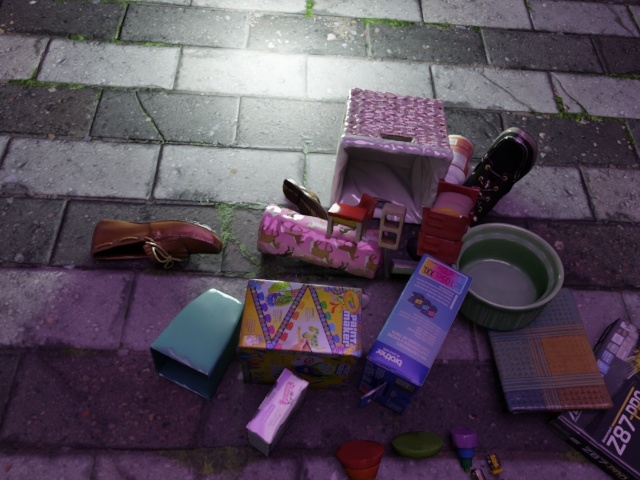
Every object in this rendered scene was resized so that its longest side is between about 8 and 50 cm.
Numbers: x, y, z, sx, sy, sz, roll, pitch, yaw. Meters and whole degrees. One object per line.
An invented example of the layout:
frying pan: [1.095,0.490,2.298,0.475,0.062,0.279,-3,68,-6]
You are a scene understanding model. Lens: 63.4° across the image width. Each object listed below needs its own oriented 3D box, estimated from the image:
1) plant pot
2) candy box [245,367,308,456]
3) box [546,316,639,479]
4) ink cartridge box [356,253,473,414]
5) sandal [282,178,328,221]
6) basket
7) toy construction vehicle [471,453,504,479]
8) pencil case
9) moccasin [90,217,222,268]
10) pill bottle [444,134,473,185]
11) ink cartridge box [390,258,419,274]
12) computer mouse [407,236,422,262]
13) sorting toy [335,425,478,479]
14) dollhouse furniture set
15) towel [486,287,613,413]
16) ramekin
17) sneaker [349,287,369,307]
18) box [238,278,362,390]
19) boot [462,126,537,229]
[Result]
plant pot: [-0.304,0.257,1.369,0.166,0.165,0.234,23,52,8]
candy box: [-0.105,0.423,1.263,0.070,0.196,0.164,30,61,12]
box: [0.854,0.449,1.398,0.318,0.097,0.395,38,63,21]
ink cartridge box: [0.227,0.271,1.342,0.151,0.270,0.395,26,60,13]
sandal: [-0.042,-0.123,1.674,0.060,0.090,0.219,-19,53,-40]
basket: [0.210,-0.259,1.633,0.329,0.331,0.266,8,53,-1]
toy construction vehicle: [0.424,0.601,1.307,0.086,0.035,0.098,-10,63,-24]
pencil case: [0.000,0.000,1.549,0.387,0.167,0.160,13,78,1]
moccasin: [-0.476,0.015,1.504,0.381,0.139,0.146,4,60,-3]
pill bottle: [0.439,-0.243,1.757,0.121,0.121,0.216,20,60,7]
ink cartridge box: [0.281,0.089,1.510,0.146,0.179,0.045,5,97,5]
computer mouse: [0.367,0.072,1.608,0.242,0.041,0.071,40,63,17]
sorting toy: [0.223,0.559,1.289,0.366,0.127,0.126,-5,89,-11]
dollhouse furniture set: [0.226,-0.082,1.432,0.374,0.152,0.201,14,33,16]
towel: [0.611,0.297,1.439,0.272,0.040,0.370,-3,49,4]
ramekin: [0.515,0.108,1.482,0.304,0.148,0.303,-1,49,1]
sneaker: [0.061,0.172,1.521,0.158,0.061,0.064,-3,33,-8]
box: [-0.052,0.250,1.316,0.279,0.290,0.176,6,58,-3]
boot: [0.483,-0.147,1.567,0.138,0.377,0.284,42,69,9]
